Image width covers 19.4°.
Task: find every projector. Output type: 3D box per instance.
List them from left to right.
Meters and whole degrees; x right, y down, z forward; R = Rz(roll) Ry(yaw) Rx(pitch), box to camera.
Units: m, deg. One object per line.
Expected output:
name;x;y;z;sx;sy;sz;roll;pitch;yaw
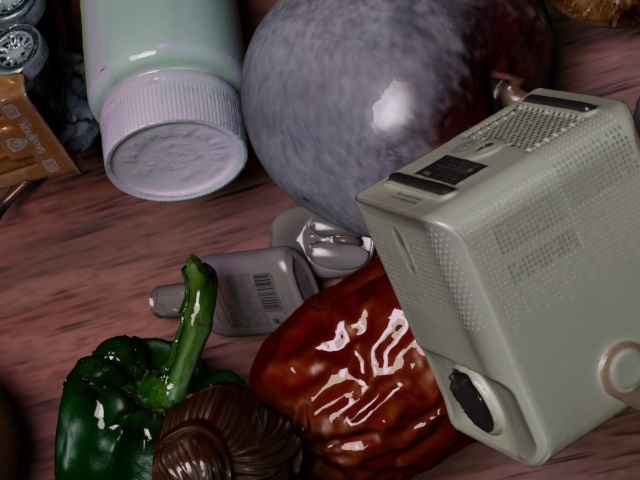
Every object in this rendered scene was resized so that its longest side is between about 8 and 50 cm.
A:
projector;0.159;0.033;1.343;0.177;0.163;0.242;-31;112;-16

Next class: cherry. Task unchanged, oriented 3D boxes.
cherry;0.067;-0.122;1.499;0.296;0.218;0.255;4;65;40

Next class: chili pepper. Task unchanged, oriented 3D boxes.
chili pepper;-0.138;0.146;1.584;0.174;0.165;0.261;35;128;36

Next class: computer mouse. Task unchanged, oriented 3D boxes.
computer mouse;-0.001;0.000;1.620;0.096;0.039;0.066;3;87;24

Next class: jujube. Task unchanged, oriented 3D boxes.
jujube;0.061;0.102;1.516;0.250;0.174;0.174;-37;71;9

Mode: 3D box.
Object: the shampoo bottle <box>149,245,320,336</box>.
shampoo bottle;-0.078;0.048;1.638;0.165;0.040;0.080;-7;116;36

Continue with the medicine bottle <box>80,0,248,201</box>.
medicine bottle;-0.134;-0.159;1.609;0.139;0.139;0.225;-23;55;21

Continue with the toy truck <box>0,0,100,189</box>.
toy truck;-0.317;-0.200;1.679;0.184;0.133;0.338;-18;54;8

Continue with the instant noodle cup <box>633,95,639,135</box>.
instant noodle cup;0.340;-0.055;1.374;0.181;0.258;0.302;8;58;39

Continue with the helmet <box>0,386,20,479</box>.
helmet;-0.364;0.188;1.720;0.224;0.130;0.198;-1;81;35

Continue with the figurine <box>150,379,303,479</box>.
figurine;-0.018;0.246;1.462;0.187;0.168;0.315;-18;110;43

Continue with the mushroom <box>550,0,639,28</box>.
mushroom;0.237;-0.223;1.465;0.135;0.080;0.170;-40;72;4

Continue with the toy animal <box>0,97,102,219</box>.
toy animal;-0.230;-0.105;1.723;0.229;0.066;0.224;-42;69;7
